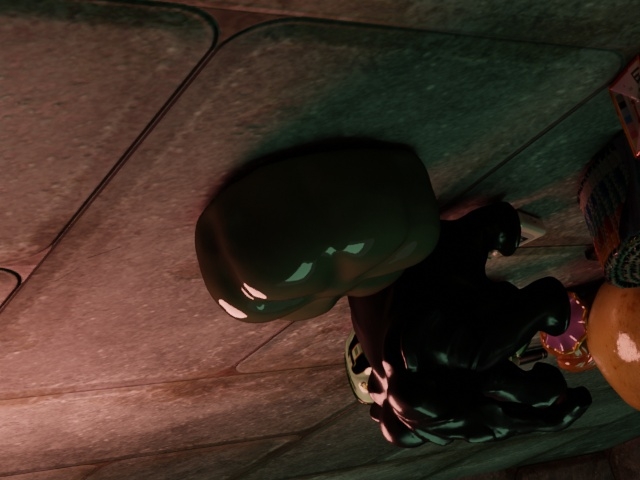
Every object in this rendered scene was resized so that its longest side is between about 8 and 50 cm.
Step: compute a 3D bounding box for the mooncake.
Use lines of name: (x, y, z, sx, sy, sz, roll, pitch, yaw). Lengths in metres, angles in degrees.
mooncake: (0.000, 0.000, 1.316, 0.275, 0.135, 0.275, -18, 163, -6)

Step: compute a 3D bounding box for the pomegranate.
pomegranate: (0.582, 0.128, 1.905, 0.319, 0.319, 0.319, -14, 160, -5)

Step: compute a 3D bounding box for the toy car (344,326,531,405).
toy car: (0.178, 0.151, 1.870, 0.306, 0.136, 0.125, -20, 139, 6)

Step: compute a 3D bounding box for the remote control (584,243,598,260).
remote control: (0.487, -0.020, 1.797, 0.059, 0.028, 0.212, -7, 159, -35)

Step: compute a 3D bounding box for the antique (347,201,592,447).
antique: (0.164, 0.114, 1.467, 0.255, 0.322, 0.185, -8, 142, -22)

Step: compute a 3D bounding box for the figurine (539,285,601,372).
figurine: (0.504, 0.152, 2.117, 0.263, 0.142, 0.189, -4, 125, -27)

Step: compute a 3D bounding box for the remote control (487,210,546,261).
remote control: (0.219, 0.013, 1.669, 0.190, 0.029, 0.087, -26, 158, 27)

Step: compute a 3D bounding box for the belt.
belt: (0.455, -0.032, 1.540, 0.207, 0.160, 0.295, -16, 161, 0)

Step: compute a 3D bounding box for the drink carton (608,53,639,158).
drink carton: (0.435, -0.154, 1.293, 0.223, 0.096, 0.071, -7, 158, -22)

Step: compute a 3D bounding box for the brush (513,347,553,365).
brush: (0.477, 0.231, 2.467, 0.299, 0.039, 0.042, -11, 164, -23)
